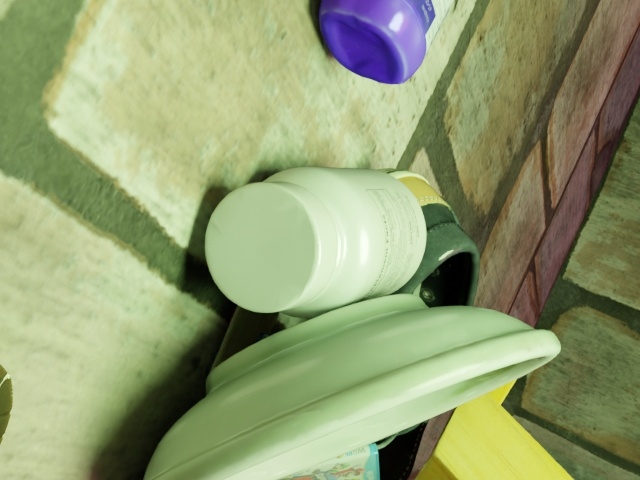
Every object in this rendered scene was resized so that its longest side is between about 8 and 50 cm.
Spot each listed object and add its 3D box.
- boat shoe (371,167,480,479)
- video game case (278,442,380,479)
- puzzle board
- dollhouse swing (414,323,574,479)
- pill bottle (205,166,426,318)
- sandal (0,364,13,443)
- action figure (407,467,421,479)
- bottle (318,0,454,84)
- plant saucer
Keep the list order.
[{"bbox_3d":[0.087,0.155,1.075,0.187,0.156,0.500,-21,133,-31],"label":"boat shoe"},{"bbox_3d":[-0.014,0.280,1.047,0.119,0.166,0.015,83,-5,-52],"label":"video game case"},{"bbox_3d":[-0.067,0.079,0.890,0.128,0.011,0.096,-67,160,1],"label":"puzzle board"},{"bbox_3d":[0.247,0.340,1.153,0.305,0.315,0.346,-27,150,-35],"label":"dollhouse swing"},{"bbox_3d":[0.000,0.000,0.801,0.229,0.131,0.131,-8,119,-66],"label":"pill bottle"},{"bbox_3d":[-0.243,0.143,0.473,0.219,0.060,0.090,-57,156,14],"label":"sandal"},{"bbox_3d":[0.120,0.507,1.450,0.248,0.276,0.370,-63,174,7],"label":"action figure"},{"bbox_3d":[0.099,-0.280,0.808,0.282,0.092,0.118,-62,159,-14],"label":"bottle"},{"bbox_3d":[0.011,0.135,0.818,0.400,0.100,0.400,-21,165,-6],"label":"plant saucer"}]
